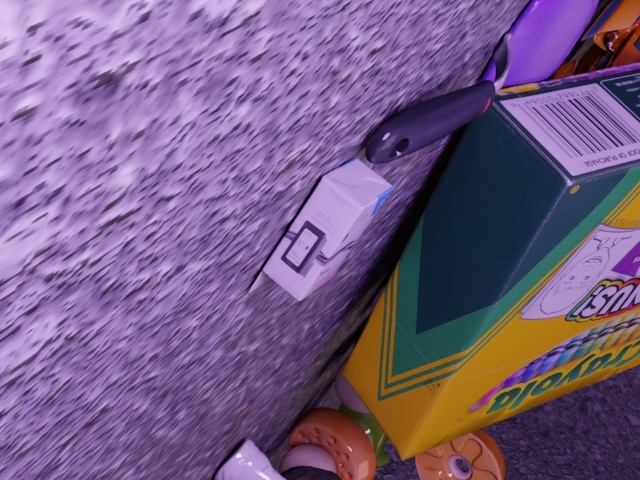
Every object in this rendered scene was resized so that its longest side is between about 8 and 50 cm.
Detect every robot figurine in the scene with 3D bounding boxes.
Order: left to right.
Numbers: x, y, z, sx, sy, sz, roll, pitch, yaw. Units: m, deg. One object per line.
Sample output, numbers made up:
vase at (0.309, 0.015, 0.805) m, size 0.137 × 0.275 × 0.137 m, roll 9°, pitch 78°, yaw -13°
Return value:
robot figurine at (0.250, -0.140, 1.192) m, size 0.291 × 0.085 × 0.211 m, roll -51°, pitch 170°, yaw -8°

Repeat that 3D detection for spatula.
spatula at (0.103, -0.100, 0.814) m, size 0.296 × 0.030 × 0.084 m, roll -38°, pitch 162°, yaw -53°

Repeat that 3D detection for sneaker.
sneaker at (-0.068, 0.229, 1.161) m, size 0.054 × 0.061 × 0.152 m, roll -48°, pitch 172°, yaw -30°

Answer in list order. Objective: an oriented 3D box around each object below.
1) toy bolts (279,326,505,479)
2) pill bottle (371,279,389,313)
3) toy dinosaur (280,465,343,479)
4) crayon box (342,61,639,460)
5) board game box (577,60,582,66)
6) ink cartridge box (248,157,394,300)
toy bolts at (0.075, 0.192, 1.340) m, size 0.158 × 0.218 × 0.228 m, roll -30°, pitch 139°, yaw -51°
pill bottle at (0.120, 0.043, 1.261) m, size 0.152 × 0.086 × 0.086 m, roll -41°, pitch 166°, yaw -47°
toy dinosaur at (-0.044, 0.274, 1.265) m, size 0.313 × 0.121 × 0.160 m, roll -52°, pitch -175°, yaw 43°
crayon box at (0.228, 0.003, 1.097) m, size 0.363 × 0.106 × 0.313 m, roll -14°, pitch 142°, yaw -37°
board game box at (0.370, -0.165, 1.488) m, size 0.291 × 0.141 × 0.232 m, roll -47°, pitch 170°, yaw -24°
ink cartridge box at (0.000, 0.000, 0.710) m, size 0.083 × 0.028 × 0.048 m, roll -56°, pitch 169°, yaw 27°
